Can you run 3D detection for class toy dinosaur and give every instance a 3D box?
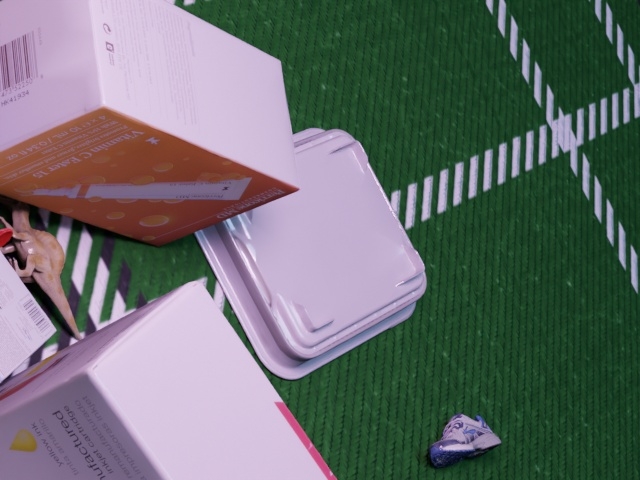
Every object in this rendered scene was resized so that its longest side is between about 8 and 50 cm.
[{"bbox_3d":[-0.306,0.028,1.742,0.093,0.053,0.183,-22,85,-51],"label":"toy dinosaur"}]

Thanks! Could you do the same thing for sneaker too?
[{"bbox_3d":[0.177,0.257,2.116,0.135,0.052,0.058,-2,60,-54],"label":"sneaker"}]

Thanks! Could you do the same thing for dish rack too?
[{"bbox_3d":[0.000,0.000,2.059,0.333,0.072,0.285,-25,88,-48],"label":"dish rack"}]

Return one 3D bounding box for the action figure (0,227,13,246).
[{"bbox_3d":[-0.360,-0.132,1.581,0.280,0.139,0.091,58,18,26],"label":"action figure"}]

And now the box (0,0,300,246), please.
[{"bbox_3d":[-0.211,-0.135,1.751,0.345,0.215,0.168,20,55,-54],"label":"box"}]

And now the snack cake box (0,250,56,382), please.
[{"bbox_3d":[-0.389,0.027,1.593,0.264,0.089,0.152,56,19,-6],"label":"snack cake box"}]

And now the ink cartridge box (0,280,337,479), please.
[{"bbox_3d":[-0.191,0.243,1.488,0.279,0.385,0.160,55,44,-7],"label":"ink cartridge box"}]
